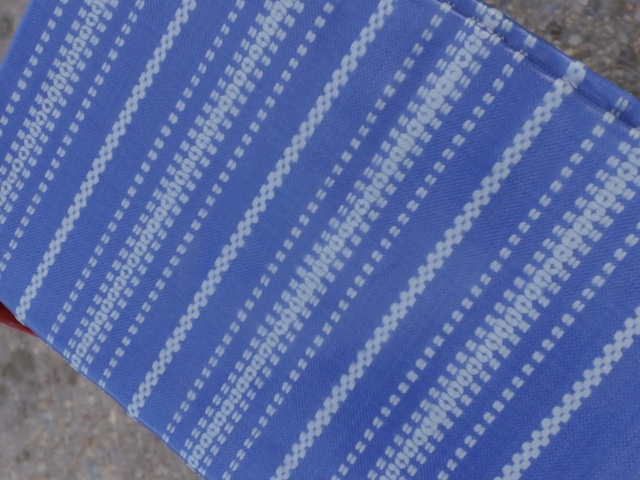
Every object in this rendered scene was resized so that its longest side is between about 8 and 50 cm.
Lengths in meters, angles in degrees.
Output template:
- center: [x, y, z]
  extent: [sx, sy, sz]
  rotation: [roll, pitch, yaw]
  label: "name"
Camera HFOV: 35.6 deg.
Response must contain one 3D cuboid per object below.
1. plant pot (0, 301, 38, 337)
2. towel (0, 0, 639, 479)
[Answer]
- center: [-0.100, -0.036, 0.756]
  extent: [0.275, 0.275, 0.243]
  rotation: [-4, 70, 41]
  label: "plant pot"
- center: [0.000, 0.000, 0.420]
  extent: [0.336, 0.040, 0.243]
  rotation: [38, 110, 13]
  label: "towel"
